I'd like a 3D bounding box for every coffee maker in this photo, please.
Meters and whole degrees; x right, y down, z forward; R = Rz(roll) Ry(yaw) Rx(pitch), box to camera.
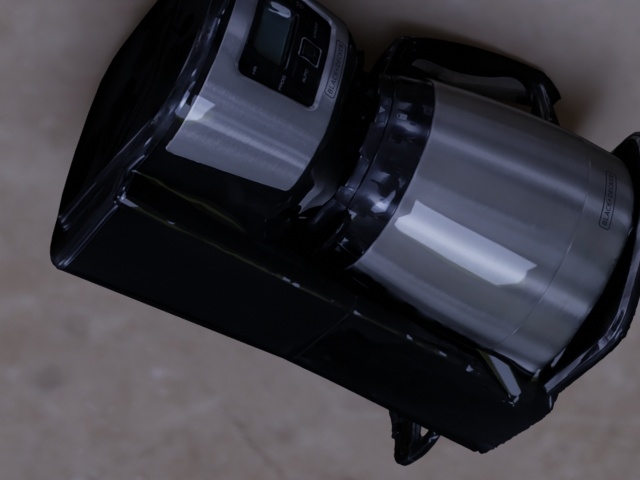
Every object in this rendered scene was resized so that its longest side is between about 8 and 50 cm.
[{"bbox_3d":[0.000,0.000,0.679,0.178,0.120,0.171,25,119,-15],"label":"coffee maker"}]
